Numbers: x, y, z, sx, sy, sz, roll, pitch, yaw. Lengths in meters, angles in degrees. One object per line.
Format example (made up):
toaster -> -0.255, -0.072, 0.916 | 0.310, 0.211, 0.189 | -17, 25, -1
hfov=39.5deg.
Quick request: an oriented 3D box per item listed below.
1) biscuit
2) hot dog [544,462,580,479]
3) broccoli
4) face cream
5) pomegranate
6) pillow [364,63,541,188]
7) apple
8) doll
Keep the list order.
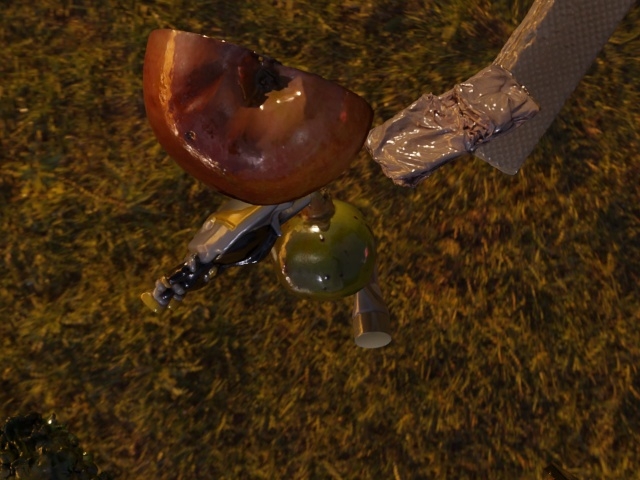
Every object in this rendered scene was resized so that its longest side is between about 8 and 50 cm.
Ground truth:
biscuit -> 0.387, -0.320, 1.513 | 0.144, 0.078, 0.426 | 29, 106, -16
hot dog -> 0.455, 0.491, 1.493 | 0.326, 0.194, 0.107 | 38, 92, -29
broccoli -> -0.307, 0.260, 0.762 | 0.177, 0.275, 0.198 | 42, 100, 3
face cream -> 0.092, 0.091, 1.701 | 0.070, 0.114, 0.224 | -12, 57, 14
pomegranate -> -0.002, 0.005, 1.567 | 0.198, 0.246, 0.198 | -6, 61, 11
pillow -> 0.190, -0.175, 1.316 | 0.248, 0.049, 0.135 | -30, 53, 1
apple -> -0.092, -0.132, 1.104 | 0.293, 0.251, 0.163 | 17, 89, -4
doll -> -0.147, 0.009, 1.409 | 0.316, 0.145, 0.103 | -39, 56, 17
